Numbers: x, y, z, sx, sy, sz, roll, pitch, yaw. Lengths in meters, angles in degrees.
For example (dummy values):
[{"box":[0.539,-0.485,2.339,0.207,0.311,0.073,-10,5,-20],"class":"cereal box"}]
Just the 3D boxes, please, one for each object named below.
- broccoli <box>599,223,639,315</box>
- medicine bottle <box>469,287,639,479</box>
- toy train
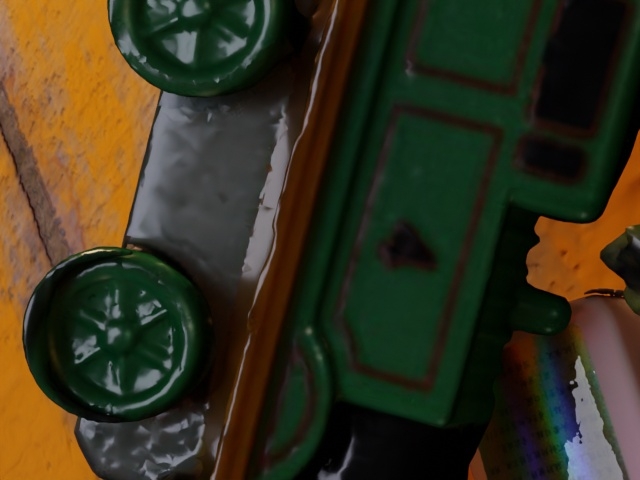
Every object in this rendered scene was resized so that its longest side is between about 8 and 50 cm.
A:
[{"box":[0.200,0.012,0.545,0.154,0.160,0.167,60,143,29],"class":"broccoli"},{"box":[0.146,0.147,0.638,0.115,0.078,0.219,-29,67,36],"class":"medicine bottle"},{"box":[0.017,-0.014,0.600,0.249,0.178,0.429,15,93,6],"class":"toy train"}]
